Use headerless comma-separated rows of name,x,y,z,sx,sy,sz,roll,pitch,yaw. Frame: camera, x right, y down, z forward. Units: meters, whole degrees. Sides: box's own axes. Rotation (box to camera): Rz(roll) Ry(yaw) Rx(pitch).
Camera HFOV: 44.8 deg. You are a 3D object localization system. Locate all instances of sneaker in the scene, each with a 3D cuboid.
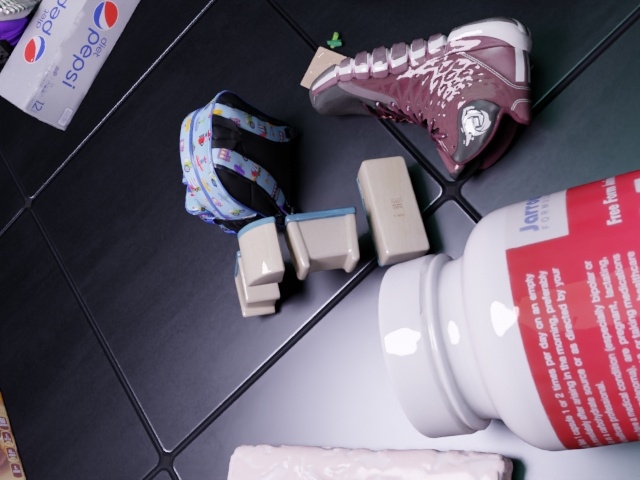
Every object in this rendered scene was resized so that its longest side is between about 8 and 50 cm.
sneaker,0.113,-0.142,0.898,0.281,0.106,0.162,-11,85,35
sneaker,-0.516,-0.332,1.227,0.102,0.293,0.146,28,110,-7

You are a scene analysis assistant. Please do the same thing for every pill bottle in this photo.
pill bottle,0.271,0.057,0.677,0.408,0.229,0.229,-16,69,24

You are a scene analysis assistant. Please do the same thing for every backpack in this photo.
backpack,-0.113,-0.096,0.962,0.117,0.173,0.158,-8,73,26

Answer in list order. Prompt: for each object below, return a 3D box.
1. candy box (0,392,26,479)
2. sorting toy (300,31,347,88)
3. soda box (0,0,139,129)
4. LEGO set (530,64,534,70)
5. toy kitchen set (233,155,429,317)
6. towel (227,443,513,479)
candy box,-0.555,0.224,1.105,0.087,0.183,0.316,-36,62,14
sorting toy,0.014,-0.234,1.026,0.062,0.012,0.083,30,95,36
soda box,-0.392,-0.327,1.228,0.098,0.091,0.286,31,92,30
LEGO set,0.219,-0.194,0.902,0.054,0.023,0.083,34,106,34
toy kitchen set,0.000,0.000,0.940,0.207,0.166,0.122,-8,68,-12
towel,0.041,0.379,0.814,0.332,0.053,0.317,-7,74,27
